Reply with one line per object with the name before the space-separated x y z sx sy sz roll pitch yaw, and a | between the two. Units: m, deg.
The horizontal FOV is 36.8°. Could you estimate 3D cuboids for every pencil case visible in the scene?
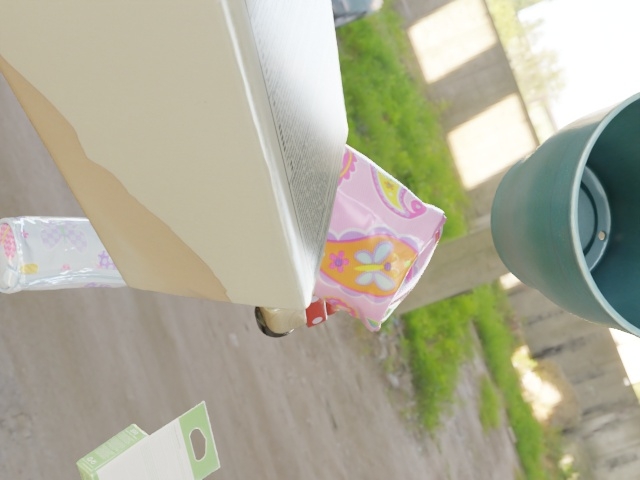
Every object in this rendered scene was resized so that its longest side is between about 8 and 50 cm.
pencil case | -0.380 0.025 1.513 0.273 0.113 0.124 2 56 -42
pencil case | -0.040 -0.043 0.796 0.284 0.124 0.124 30 11 5

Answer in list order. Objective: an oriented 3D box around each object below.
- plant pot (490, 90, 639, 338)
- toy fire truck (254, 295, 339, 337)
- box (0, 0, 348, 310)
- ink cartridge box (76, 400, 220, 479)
plant pot | 0.331 -0.025 1.100 0.271 0.272 0.255 67 -18 -7
toy fire truck | 0.000 0.000 1.317 0.158 0.246 0.217 83 -17 -56
box | -0.066 -0.100 0.488 0.311 0.121 0.148 79 21 -57
ink cartridge box | -0.295 0.393 1.684 0.056 0.235 0.171 24 -46 40
